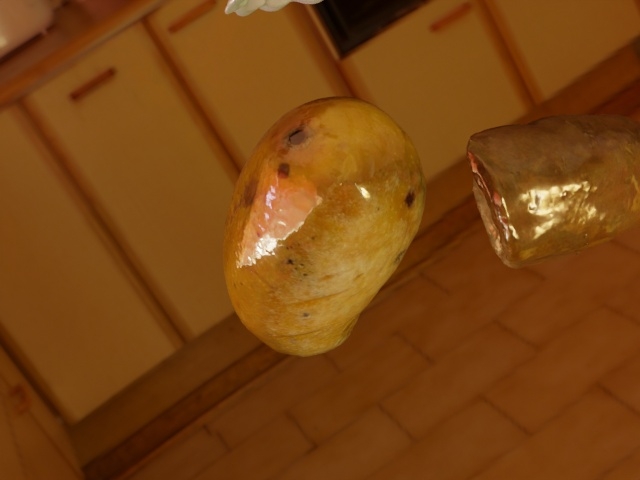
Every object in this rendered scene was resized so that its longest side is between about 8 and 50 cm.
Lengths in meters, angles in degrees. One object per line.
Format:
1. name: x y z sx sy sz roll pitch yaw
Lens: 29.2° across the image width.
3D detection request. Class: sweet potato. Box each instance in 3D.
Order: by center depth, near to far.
1. sweet potato: 0.290 -0.067 1.338 0.369 0.158 0.158 -15 11 -35

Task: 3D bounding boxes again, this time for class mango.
1. mango: -0.007 -0.003 1.177 0.329 0.176 0.175 120 167 -52

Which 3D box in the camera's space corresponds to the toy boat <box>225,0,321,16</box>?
1. toy boat: 0.007 -0.340 1.437 0.290 0.100 0.199 -10 5 36
